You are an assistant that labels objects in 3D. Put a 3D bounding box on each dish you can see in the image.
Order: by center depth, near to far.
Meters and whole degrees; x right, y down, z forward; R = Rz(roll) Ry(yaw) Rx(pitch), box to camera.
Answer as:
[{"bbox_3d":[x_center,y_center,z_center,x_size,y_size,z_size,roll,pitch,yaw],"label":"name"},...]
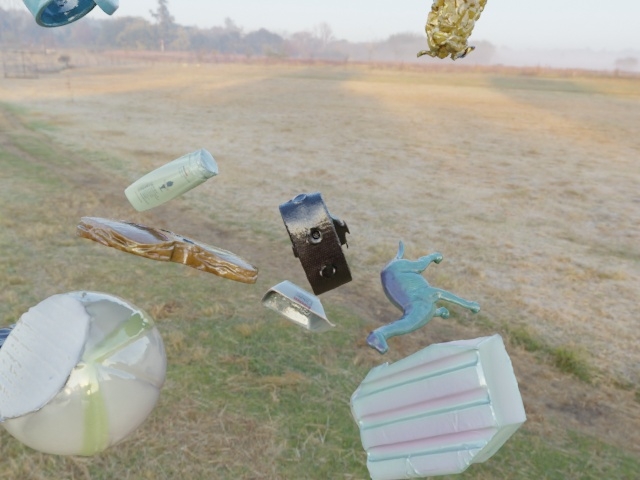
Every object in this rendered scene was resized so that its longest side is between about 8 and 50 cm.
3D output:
[{"bbox_3d":[-0.058,0.201,1.532,0.234,0.154,0.064,31,59,-6],"label":"dish"}]

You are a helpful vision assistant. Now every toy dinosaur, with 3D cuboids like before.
[{"bbox_3d":[0.162,0.108,1.164,0.331,0.129,0.383,1,32,-31],"label":"toy dinosaur"}]

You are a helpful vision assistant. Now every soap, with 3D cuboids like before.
[{"bbox_3d":[0.149,0.213,0.636,0.091,0.144,0.231,3,-26,-39],"label":"soap"}]

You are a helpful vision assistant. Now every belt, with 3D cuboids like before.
[{"bbox_3d":[0.000,0.000,1.351,0.164,0.289,0.184,-21,31,0],"label":"belt"}]

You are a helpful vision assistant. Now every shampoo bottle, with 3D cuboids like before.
[{"bbox_3d":[-0.314,-0.125,1.054,0.213,0.072,0.049,-22,17,23],"label":"shampoo bottle"}]

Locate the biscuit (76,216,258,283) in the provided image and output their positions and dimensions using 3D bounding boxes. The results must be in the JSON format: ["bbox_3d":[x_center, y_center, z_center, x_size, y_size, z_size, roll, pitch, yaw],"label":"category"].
[{"bbox_3d":[-0.268,0.013,0.921,0.262,0.052,0.277,15,-3,36],"label":"biscuit"}]

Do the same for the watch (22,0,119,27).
[{"bbox_3d":[-0.595,-0.588,1.175,0.193,0.210,0.211,-30,16,7],"label":"watch"}]

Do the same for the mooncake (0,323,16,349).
[{"bbox_3d":[-0.753,0.293,1.285,0.284,0.141,0.283,2,2,0],"label":"mooncake"}]

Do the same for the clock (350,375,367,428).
[{"bbox_3d":[0.175,0.400,1.118,0.231,0.230,0.083,18,41,39],"label":"clock"}]

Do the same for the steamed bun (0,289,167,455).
[{"bbox_3d":[-0.418,0.255,0.945,0.310,0.308,0.309,3,17,-1],"label":"steamed bun"}]

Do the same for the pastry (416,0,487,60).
[{"bbox_3d":[0.305,-0.510,1.108,0.103,0.249,0.154,25,8,23],"label":"pastry"}]
